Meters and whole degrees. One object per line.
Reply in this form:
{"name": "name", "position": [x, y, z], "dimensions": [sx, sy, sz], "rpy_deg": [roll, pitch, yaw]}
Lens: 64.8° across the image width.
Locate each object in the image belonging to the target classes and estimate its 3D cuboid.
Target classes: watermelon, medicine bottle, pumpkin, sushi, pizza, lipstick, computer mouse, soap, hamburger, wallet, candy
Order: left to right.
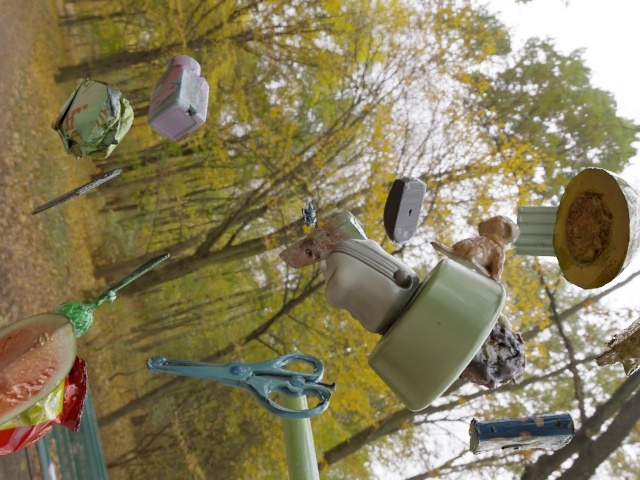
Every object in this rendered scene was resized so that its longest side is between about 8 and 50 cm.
{"name": "watermelon", "position": [-0.548, 0.214, 0.842], "dimensions": [0.128, 0.303, 0.159], "rpy_deg": [48, -20, 22]}
{"name": "hamburger", "position": [-0.581, -0.302, 1.321], "dimensions": [0.235, 0.125, 0.214], "rpy_deg": [23, -90, 22]}
{"name": "candy", "position": [-0.501, 0.124, 1.210], "dimensions": [0.097, 0.323, 0.097], "rpy_deg": [52, -9, 11]}
{"name": "medicine bottle", "position": [-0.328, -0.342, 1.181], "dimensions": [0.119, 0.094, 0.188], "rpy_deg": [-23, -127, 29]}
{"name": "lipstick", "position": [-0.050, 0.522, 1.253], "dimensions": [0.076, 0.076, 0.304], "rpy_deg": [112, -28, -59]}
{"name": "watermelon", "position": [0.000, 0.000, 1.403], "dimensions": [0.094, 0.241, 0.154], "rpy_deg": [59, 5, -27]}
{"name": "computer mouse", "position": [0.323, -0.125, 2.015], "dimensions": [0.100, 0.170, 0.270], "rpy_deg": [24, -73, 42]}
{"name": "sushi", "position": [0.501, 0.319, 1.570], "dimensions": [0.270, 0.236, 0.171], "rpy_deg": [43, -11, -10]}
{"name": "wallet", "position": [0.422, 0.414, 1.085], "dimensions": [0.141, 0.202, 0.059], "rpy_deg": [76, 8, -53]}
{"name": "soap", "position": [0.576, -0.022, 1.215], "dimensions": [0.066, 0.197, 0.119], "rpy_deg": [50, 50, -50]}
{"name": "pumpkin", "position": [0.512, -0.022, 0.898], "dimensions": [0.217, 0.110, 0.218], "rpy_deg": [177, -90, -80]}
{"name": "pizza", "position": [0.696, 0.197, 1.059], "dimensions": [0.089, 0.323, 0.223], "rpy_deg": [47, -59, 25]}

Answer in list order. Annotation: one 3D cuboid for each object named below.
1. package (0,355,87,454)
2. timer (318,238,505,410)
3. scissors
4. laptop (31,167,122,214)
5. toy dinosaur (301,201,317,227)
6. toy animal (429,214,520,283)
{"name": "package", "position": [-0.673, 0.319, 0.969], "dimensions": [0.123, 0.423, 0.196], "rpy_deg": [17, -83, 35]}
{"name": "timer", "position": [0.139, 0.118, 0.977], "dimensions": [0.315, 0.291, 0.291], "rpy_deg": [36, -31, 10]}
{"name": "scissors", "position": [-0.164, 0.279, 1.028], "dimensions": [0.180, 0.392, 0.032], "rpy_deg": [-80, 176, -66]}
{"name": "laptop", "position": [-0.521, -0.105, 1.077], "dimensions": [0.180, 0.129, 0.016], "rpy_deg": [-15, -69, 33]}
{"name": "toy dinosaur", "position": [-0.035, -0.083, 1.632], "dimensions": [0.030, 0.047, 0.083], "rpy_deg": [119, -38, -71]}
{"name": "toy animal", "position": [0.367, -0.005, 1.174], "dimensions": [0.183, 0.185, 0.104], "rpy_deg": [37, -15, -4]}
